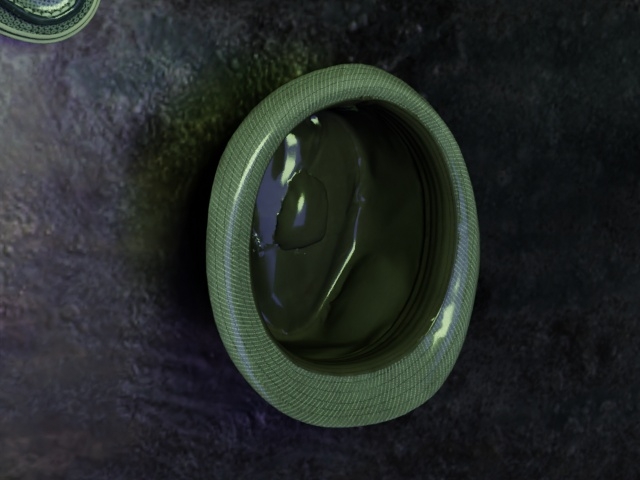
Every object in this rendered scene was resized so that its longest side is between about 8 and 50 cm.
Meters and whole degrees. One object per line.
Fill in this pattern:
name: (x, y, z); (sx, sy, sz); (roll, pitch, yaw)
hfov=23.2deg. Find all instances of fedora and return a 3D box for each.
fedora: (0.000, 0.000, 1.227); (0.243, 0.124, 0.275); (-9, 100, -28)

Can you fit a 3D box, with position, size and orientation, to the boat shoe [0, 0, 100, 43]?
boat shoe: (-0.242, -0.258, 1.002); (0.127, 0.158, 0.340); (-44, 120, -10)
